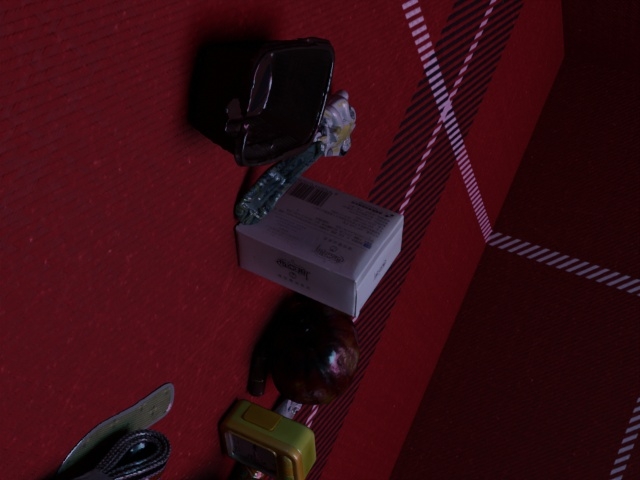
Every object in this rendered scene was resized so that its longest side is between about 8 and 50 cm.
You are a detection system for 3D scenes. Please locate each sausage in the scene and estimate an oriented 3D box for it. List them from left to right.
[{"bbox_3d":[-0.163,0.546,2.141,0.264,0.083,0.083,-66,158,-15],"label":"sausage"}]

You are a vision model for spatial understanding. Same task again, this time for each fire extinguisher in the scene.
[{"bbox_3d":[-0.136,0.290,2.029,0.056,0.039,0.132,-101,-162,-65],"label":"fire extinguisher"}]

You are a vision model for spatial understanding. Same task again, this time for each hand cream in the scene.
[{"bbox_3d":[-0.061,0.379,2.272,0.257,0.050,0.084,-56,152,-37],"label":"hand cream"}]

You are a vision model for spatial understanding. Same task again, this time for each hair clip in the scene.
[{"bbox_3d":[-0.076,-0.114,1.698,0.229,0.066,0.036,-42,-158,19],"label":"hair clip"}]

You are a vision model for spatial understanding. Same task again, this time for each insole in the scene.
[{"bbox_3d":[-0.360,0.347,1.602,0.322,0.007,0.109,-32,137,-56],"label":"insole"}]

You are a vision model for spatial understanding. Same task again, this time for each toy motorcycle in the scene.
[{"bbox_3d":[0.023,-0.248,1.900,0.228,0.074,0.151,-3,109,-64],"label":"toy motorcycle"}]

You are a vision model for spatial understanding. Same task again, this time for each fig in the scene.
[{"bbox_3d":[-0.016,0.267,2.042,0.224,0.224,0.263,-39,153,-52],"label":"fig"}]

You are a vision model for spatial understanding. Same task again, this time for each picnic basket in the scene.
[{"bbox_3d":[-0.102,-0.250,1.532,0.297,0.129,0.223,-26,133,-60],"label":"picnic basket"}]

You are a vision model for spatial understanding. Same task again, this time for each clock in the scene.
[{"bbox_3d":[-0.117,0.451,1.991,0.096,0.202,0.143,-53,152,-37],"label":"clock"}]

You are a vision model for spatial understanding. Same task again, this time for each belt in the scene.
[{"bbox_3d":[-0.372,0.420,1.468,0.359,0.126,0.094,-25,132,-58],"label":"belt"}]

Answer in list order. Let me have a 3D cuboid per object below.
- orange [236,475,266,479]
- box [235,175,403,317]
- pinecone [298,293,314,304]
[{"bbox_3d":[-0.182,0.641,1.951,0.368,0.210,0.271,-4,122,-38],"label":"orange"},{"bbox_3d":[0.000,0.002,1.785,0.203,0.274,0.116,-52,155,-37],"label":"box"},{"bbox_3d":[-0.015,0.133,2.125,0.077,0.077,0.083,-69,-162,-2],"label":"pinecone"}]
